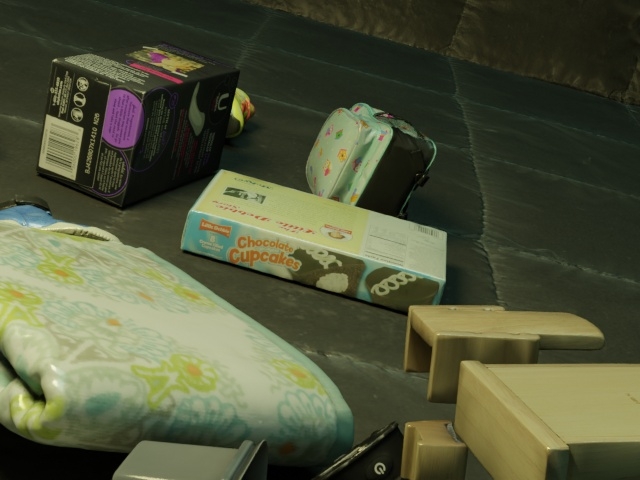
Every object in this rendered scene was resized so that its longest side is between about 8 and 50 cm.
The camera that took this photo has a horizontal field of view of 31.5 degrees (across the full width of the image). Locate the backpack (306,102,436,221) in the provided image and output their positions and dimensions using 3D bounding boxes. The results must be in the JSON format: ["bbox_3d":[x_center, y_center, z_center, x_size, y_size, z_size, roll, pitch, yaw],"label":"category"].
[{"bbox_3d":[0.063,-0.111,1.628,0.144,0.165,0.188,20,16,-15],"label":"backpack"}]

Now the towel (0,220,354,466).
[{"bbox_3d":[-0.192,0.082,0.980,0.321,0.090,0.374,12,13,-47],"label":"towel"}]

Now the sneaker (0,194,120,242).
[{"bbox_3d":[-0.298,-0.012,1.269,0.152,0.058,0.084,4,31,-11],"label":"sneaker"}]

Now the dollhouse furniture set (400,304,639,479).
[{"bbox_3d":[0.172,0.222,0.695,0.198,0.303,0.286,2,12,-11],"label":"dollhouse furniture set"}]

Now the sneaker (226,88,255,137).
[{"bbox_3d":[-0.149,-0.221,1.889,0.094,0.081,0.208,9,21,-21],"label":"sneaker"}]

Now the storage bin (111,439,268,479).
[{"bbox_3d":[-0.094,0.203,0.767,0.091,0.135,0.098,7,19,11],"label":"storage bin"}]

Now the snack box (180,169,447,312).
[{"bbox_3d":[0.000,0.000,1.446,0.322,0.060,0.187,16,20,2],"label":"snack box"}]

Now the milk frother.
[{"bbox_3d":[0.043,0.225,0.853,0.134,0.129,0.143,55,-4,6],"label":"milk frother"}]

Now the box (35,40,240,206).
[{"bbox_3d":[-0.245,-0.168,1.558,0.143,0.165,0.270,22,21,17],"label":"box"}]
